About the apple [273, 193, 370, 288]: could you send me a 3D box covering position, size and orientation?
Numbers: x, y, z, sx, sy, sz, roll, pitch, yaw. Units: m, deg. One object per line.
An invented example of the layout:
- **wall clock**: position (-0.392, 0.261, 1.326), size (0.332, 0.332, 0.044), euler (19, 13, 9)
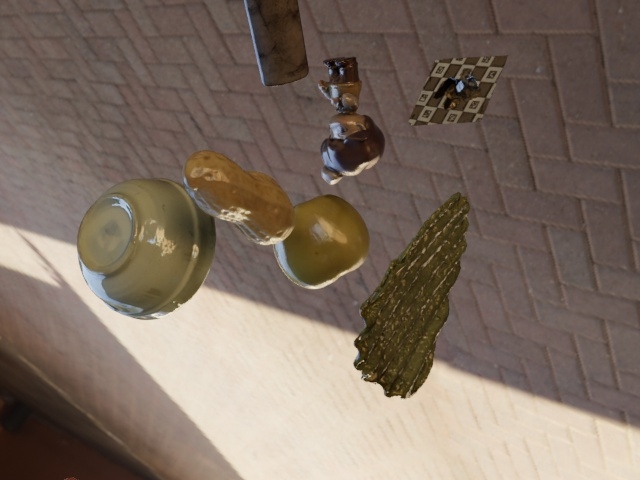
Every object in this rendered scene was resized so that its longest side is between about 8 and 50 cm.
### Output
- **apple**: position (0.000, 0.000, 1.952), size (0.262, 0.262, 0.262), euler (28, 152, 16)

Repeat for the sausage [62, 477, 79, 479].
- **sausage**: position (-0.588, 0.523, 1.420), size (0.029, 0.223, 0.029), euler (13, 107, 45)

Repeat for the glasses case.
- **glasses case**: position (-0.101, -0.479, 1.514), size (0.060, 0.114, 0.299), euler (-115, 10, -48)

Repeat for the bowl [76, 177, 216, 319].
- **bowl**: position (-0.383, 0.005, 1.467), size (0.307, 0.307, 0.163), euler (18, 176, 32)

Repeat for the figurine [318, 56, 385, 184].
- **figurine**: position (0.075, -0.370, 2.195), size (0.218, 0.206, 0.365), euler (7, 127, 44)

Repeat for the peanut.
- **peanut**: position (-0.148, -0.083, 1.294), size (0.123, 0.124, 0.256), euler (5, 157, 46)

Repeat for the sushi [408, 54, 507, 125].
- **sushi**: position (0.319, -0.332, 1.617), size (0.210, 0.193, 0.040), euler (9, 159, 48)

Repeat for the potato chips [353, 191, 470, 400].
- **potato chips**: position (0.202, 0.113, 1.425), size (0.070, 0.429, 0.358), euler (20, 149, 31)
